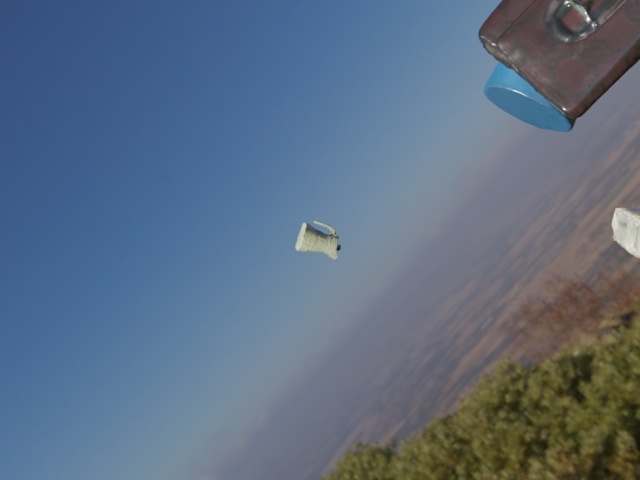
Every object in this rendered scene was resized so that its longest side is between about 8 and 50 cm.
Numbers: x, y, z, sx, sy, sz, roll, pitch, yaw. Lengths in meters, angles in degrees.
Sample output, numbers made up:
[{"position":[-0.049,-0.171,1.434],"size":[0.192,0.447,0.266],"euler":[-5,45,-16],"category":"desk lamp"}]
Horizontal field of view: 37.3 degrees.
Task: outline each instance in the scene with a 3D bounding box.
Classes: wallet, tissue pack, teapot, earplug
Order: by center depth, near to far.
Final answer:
[{"position":[0.291,-0.258,1.007],"size":[0.229,0.182,0.049],"euler":[-48,-33,13],"category":"wallet"},{"position":[0.341,-0.299,1.297],"size":[0.273,0.132,0.132],"euler":[-64,-5,-2],"category":"earplug"},{"position":[0.000,0.000,1.809],"size":[0.057,0.083,0.067],"euler":[-133,62,-82],"category":"teapot"},{"position":[0.693,-0.004,1.811],"size":[0.186,0.222,0.090],"euler":[-126,43,-73],"category":"tissue pack"}]
